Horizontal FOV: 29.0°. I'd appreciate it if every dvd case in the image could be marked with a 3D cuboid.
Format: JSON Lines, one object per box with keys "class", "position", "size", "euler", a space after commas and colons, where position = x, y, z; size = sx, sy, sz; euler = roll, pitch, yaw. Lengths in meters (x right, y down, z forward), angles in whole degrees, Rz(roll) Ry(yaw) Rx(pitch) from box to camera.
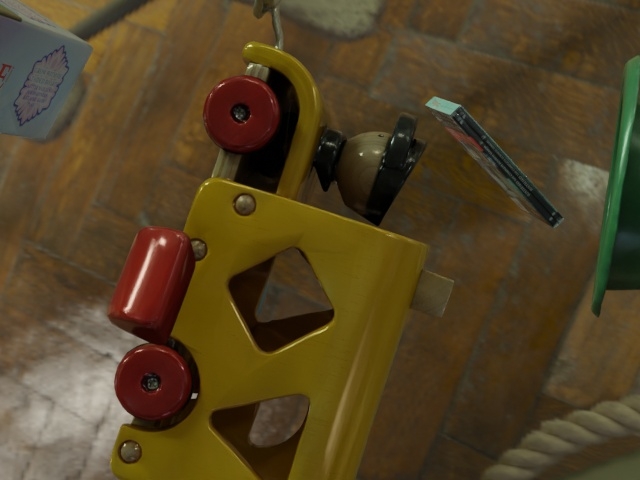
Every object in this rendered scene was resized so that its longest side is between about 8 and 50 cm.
{"class": "dvd case", "position": [0.132, -0.061, 0.947], "size": [0.013, 0.087, 0.119], "euler": [-43, 102, 2]}

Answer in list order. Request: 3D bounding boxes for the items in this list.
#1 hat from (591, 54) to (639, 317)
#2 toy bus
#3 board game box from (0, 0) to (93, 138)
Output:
{"class": "hat", "position": [0.282, -0.014, 0.820], "size": [0.184, 0.173, 0.208], "euler": [8, 63, 12]}
{"class": "toy bus", "position": [-0.004, 0.011, 0.472], "size": [0.104, 0.202, 0.191], "euler": [19, 47, 2]}
{"class": "board game box", "position": [-0.300, -0.160, 0.562], "size": [0.319, 0.318, 0.066], "euler": [32, 97, 7]}
